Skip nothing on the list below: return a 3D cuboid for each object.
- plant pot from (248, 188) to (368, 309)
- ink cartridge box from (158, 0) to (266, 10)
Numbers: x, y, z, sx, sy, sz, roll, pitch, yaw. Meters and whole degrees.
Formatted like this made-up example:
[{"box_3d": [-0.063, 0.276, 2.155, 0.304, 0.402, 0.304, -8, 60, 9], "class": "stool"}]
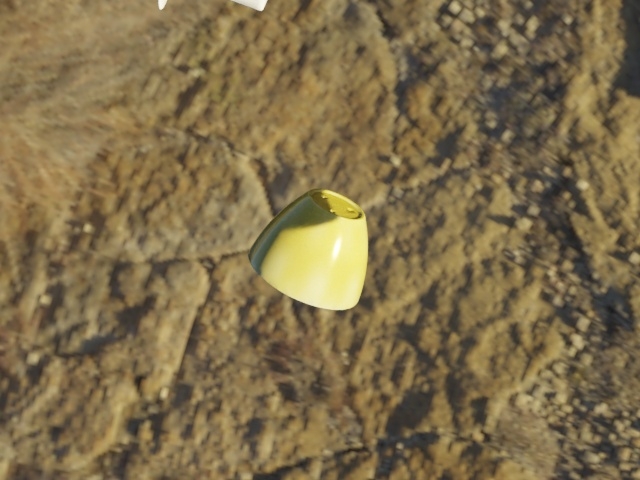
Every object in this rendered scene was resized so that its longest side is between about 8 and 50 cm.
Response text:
[{"box_3d": [0.000, 0.000, 1.562, 0.134, 0.134, 0.095, 42, 117, 36], "class": "plant pot"}, {"box_3d": [-0.037, -0.208, 0.758, 0.067, 0.198, 0.115, 20, 65, -1], "class": "ink cartridge box"}]
